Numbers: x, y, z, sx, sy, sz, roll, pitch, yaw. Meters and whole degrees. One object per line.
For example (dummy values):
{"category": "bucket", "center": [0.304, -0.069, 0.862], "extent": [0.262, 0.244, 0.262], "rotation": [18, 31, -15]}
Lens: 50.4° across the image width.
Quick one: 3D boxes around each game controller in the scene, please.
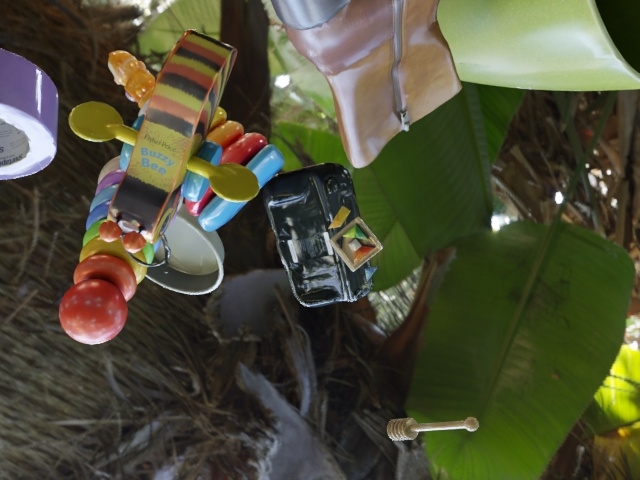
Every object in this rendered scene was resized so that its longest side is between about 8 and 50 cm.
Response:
{"category": "game controller", "center": [0.000, 0.000, 1.292], "extent": [0.166, 0.319, 0.067], "rotation": [-7, -144, 10]}

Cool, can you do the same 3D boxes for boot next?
{"category": "boot", "center": [0.103, -0.202, 0.588], "extent": [0.264, 0.280, 0.096], "rotation": [-42, -119, -1]}

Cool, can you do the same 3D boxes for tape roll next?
{"category": "tape roll", "center": [-0.430, -0.156, 0.852], "extent": [0.189, 0.189, 0.080], "rotation": [-16, -116, 20]}

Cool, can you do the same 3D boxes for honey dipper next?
{"category": "honey dipper", "center": [0.152, 0.252, 0.916], "extent": [0.161, 0.030, 0.030], "rotation": [-24, -146, 51]}

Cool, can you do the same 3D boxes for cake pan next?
{"category": "cake pan", "center": [-0.350, 0.008, 1.589], "extent": [0.293, 0.293, 0.054], "rotation": [-3, -140, 31]}

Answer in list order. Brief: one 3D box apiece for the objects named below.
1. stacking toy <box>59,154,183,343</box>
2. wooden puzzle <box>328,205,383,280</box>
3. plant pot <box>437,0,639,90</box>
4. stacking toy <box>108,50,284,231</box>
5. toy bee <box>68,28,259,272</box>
{"category": "stacking toy", "center": [-0.305, 0.012, 1.019], "extent": [0.141, 0.141, 0.330], "rotation": [-18, -143, 18]}
{"category": "wooden puzzle", "center": [0.057, 0.006, 1.127], "extent": [0.078, 0.116, 0.014], "rotation": [-48, 173, 23]}
{"category": "plant pot", "center": [0.233, -0.287, 0.780], "extent": [0.293, 0.275, 0.274], "rotation": [-1, -131, 51]}
{"category": "stacking toy", "center": [-0.213, -0.172, 1.033], "extent": [0.166, 0.302, 0.175], "rotation": [-45, -176, 4]}
{"category": "toy bee", "center": [-0.162, -0.061, 0.717], "extent": [0.195, 0.298, 0.162], "rotation": [4, -153, 6]}
